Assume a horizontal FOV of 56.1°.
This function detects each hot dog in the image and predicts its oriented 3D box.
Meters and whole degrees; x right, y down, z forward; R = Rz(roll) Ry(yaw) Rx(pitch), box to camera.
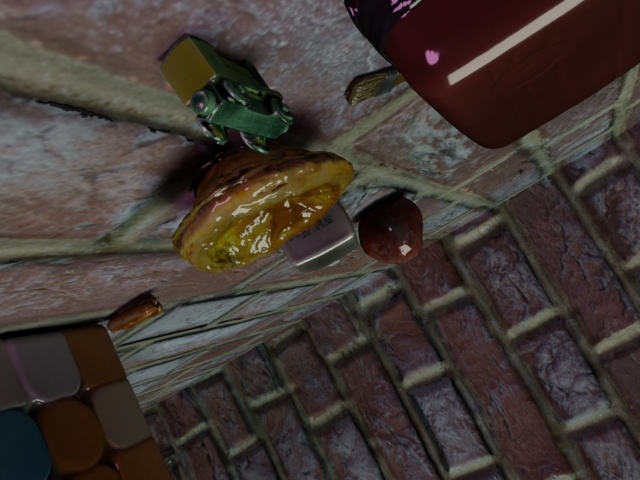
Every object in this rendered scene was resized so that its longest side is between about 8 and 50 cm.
[{"bbox_3d":[-0.333,0.129,1.077,0.133,0.041,0.056,-25,171,27],"label":"hot dog"}]

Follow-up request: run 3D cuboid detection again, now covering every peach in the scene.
[{"bbox_3d":[0.157,-0.030,1.312,0.152,0.152,0.152,-27,168,-6],"label":"peach"}]

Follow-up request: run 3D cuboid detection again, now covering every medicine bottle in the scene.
[{"bbox_3d":[0.000,0.000,1.140,0.132,0.088,0.188,-28,169,1],"label":"medicine bottle"}]

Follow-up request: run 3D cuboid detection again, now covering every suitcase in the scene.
[{"bbox_3d":[0.161,-0.198,0.467,0.236,0.161,0.297,-33,168,21],"label":"suitcase"}]

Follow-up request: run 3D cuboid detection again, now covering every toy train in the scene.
[{"bbox_3d":[-0.072,-0.115,0.490,0.050,0.081,0.122,-42,165,20],"label":"toy train"}]

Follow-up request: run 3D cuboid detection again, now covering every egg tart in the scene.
[{"bbox_3d":[-0.075,-0.048,0.721,0.241,0.106,0.241,-29,167,-7],"label":"egg tart"}]

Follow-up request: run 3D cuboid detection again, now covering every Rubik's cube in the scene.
[{"bbox_3d":[-0.503,0.368,0.941,0.347,0.347,0.344,-30,167,16],"label":"Rubik's cube"}]

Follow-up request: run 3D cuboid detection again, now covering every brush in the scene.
[{"bbox_3d":[0.104,-0.198,0.713,0.170,0.014,0.043,-24,166,-25],"label":"brush"}]
